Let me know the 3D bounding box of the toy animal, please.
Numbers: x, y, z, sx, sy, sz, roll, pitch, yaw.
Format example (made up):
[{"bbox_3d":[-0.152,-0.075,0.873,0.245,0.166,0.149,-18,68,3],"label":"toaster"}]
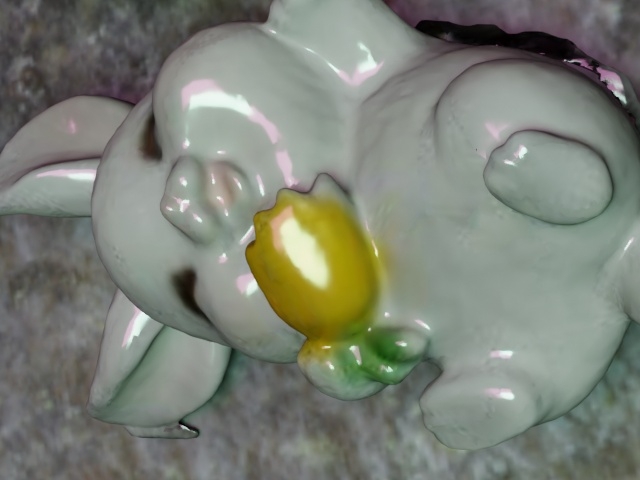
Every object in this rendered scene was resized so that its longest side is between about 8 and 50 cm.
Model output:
[{"bbox_3d":[0.001,-0.006,0.683,0.325,0.154,0.209,-17,101,42],"label":"toy animal"}]
